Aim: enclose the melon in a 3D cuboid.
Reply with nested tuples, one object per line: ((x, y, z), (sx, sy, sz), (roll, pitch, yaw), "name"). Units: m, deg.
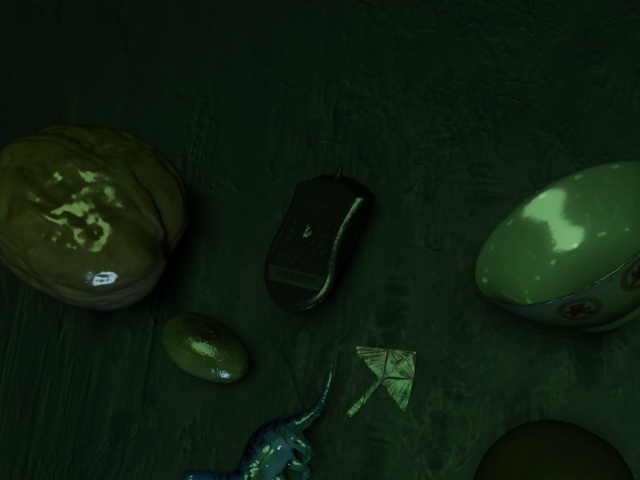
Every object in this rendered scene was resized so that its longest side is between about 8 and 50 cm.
((-0.191, 0.180, 1.700), (0.162, 0.099, 0.099), (28, 83, 13), "melon")

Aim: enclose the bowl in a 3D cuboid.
((0.413, 0.037, 1.561), (0.337, 0.337, 0.157), (-36, 112, 1), "bowl")

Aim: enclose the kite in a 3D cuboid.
((0.096, 0.229, 1.680), (0.152, 0.005, 0.137), (-37, 70, 0), "kite")

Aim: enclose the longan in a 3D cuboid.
((0.337, 0.391, 1.469), (0.258, 0.258, 0.258), (-3, 76, 10), "longan")

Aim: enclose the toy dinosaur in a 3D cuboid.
((-0.074, 0.353, 1.649), (0.329, 0.076, 0.144), (-38, 65, 11), "toy dinosaur")

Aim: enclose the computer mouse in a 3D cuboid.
((0.000, 0.000, 1.713), (0.147, 0.088, 0.264), (16, 80, 31), "computer mouse")

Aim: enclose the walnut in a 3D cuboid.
((-0.399, -0.049, 1.698), (0.344, 0.306, 0.306), (19, 81, 12), "walnut")
